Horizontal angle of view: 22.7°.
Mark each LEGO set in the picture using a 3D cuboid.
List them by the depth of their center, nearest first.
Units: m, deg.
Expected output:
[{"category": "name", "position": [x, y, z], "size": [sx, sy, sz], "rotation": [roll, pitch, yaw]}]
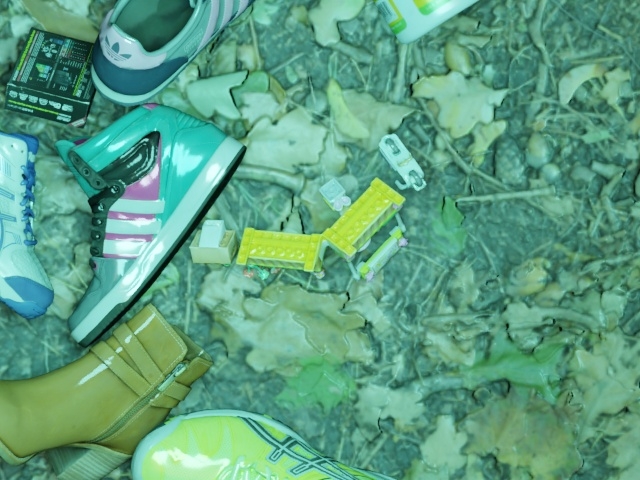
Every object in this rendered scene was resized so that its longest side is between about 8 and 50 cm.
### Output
[{"category": "LEGO set", "position": [0.000, 0.000, 1.860], "size": [0.287, 0.107, 0.132], "rotation": [-27, 60, 1]}]

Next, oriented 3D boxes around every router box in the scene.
[{"category": "router box", "position": [-0.296, -0.183, 1.795], "size": [0.092, 0.122, 0.038], "rotation": [15, 129, -6]}]

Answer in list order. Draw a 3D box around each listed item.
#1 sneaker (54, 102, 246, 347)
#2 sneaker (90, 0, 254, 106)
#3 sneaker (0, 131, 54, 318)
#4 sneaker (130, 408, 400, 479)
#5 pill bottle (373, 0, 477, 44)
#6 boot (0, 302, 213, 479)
[{"category": "sneaker", "position": [-0.238, -0.039, 1.806], "size": [0.178, 0.124, 0.295], "rotation": [37, 96, 1]}, {"category": "sneaker", "position": [-0.133, -0.289, 1.766], "size": [0.112, 0.131, 0.319], "rotation": [34, 69, 2]}, {"category": "sneaker", "position": [-0.362, -0.058, 1.798], "size": [0.131, 0.112, 0.296], "rotation": [-29, 96, -4]}, {"category": "sneaker", "position": [-0.024, 0.291, 1.813], "size": [0.384, 0.147, 0.145], "rotation": [17, 91, -12]}, {"category": "pill bottle", "position": [0.086, -0.359, 1.813], "size": [0.136, 0.136, 0.246], "rotation": [-33, 95, -3]}, {"category": "boot", "position": [-0.256, 0.156, 1.755], "size": [0.220, 0.109, 0.283], "rotation": [-43, 138, 4]}]
